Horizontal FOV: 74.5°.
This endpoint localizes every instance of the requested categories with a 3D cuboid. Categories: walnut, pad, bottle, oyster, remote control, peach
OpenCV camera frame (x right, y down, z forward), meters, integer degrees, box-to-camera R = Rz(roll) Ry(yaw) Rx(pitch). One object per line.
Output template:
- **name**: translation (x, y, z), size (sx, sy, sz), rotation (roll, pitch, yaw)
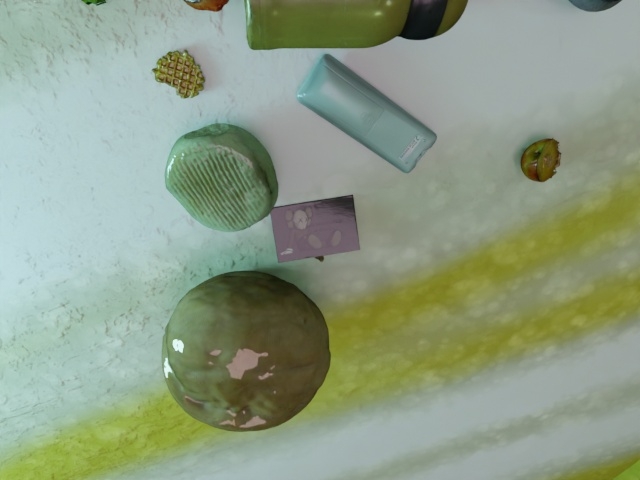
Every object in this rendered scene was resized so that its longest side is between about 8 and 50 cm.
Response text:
- **walnut**: translation (-0.159, 0.232, 0.935), size (0.381, 0.381, 0.381), rotation (-4, 123, -6)
- **pad**: translation (-0.011, -0.025, 0.943), size (0.190, 0.004, 0.127), rotation (-9, 100, -3)
- **bottle**: translation (0.057, -0.391, 0.650), size (0.351, 0.171, 0.171), rotation (-5, 124, -8)
- **oyster**: translation (0.000, 0.000, 0.984), size (0.083, 0.038, 0.081), rotation (-51, 129, -6)
- **remote control**: translation (0.097, -0.237, 0.823), size (0.293, 0.051, 0.103), rotation (27, 115, -24)
- **peach**: translation (0.475, -0.176, 0.914), size (0.098, 0.061, 0.098), rotation (-17, 119, -33)

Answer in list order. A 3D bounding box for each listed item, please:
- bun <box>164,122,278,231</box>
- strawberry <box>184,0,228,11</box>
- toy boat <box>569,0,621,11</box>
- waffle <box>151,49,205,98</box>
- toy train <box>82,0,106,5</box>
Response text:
- **bun**: translation (-0.187, -0.127, 0.820), size (0.221, 0.108, 0.221), rotation (0, 128, 0)
- **strawberry**: translation (-0.169, -0.441, 0.622), size (0.121, 0.082, 0.188), rotation (1, 104, 25)
- **toy boat**: translation (0.450, -0.500, 0.700), size (0.155, 0.085, 0.227), rotation (-31, 111, 2)
- **waffle**: translation (-0.250, -0.295, 0.753), size (0.078, 0.016, 0.085), rotation (-35, 122, 15)
- **toy train**: translation (-0.383, -0.444, 0.609), size (0.081, 0.060, 0.202), rotation (-31, 121, 19)
